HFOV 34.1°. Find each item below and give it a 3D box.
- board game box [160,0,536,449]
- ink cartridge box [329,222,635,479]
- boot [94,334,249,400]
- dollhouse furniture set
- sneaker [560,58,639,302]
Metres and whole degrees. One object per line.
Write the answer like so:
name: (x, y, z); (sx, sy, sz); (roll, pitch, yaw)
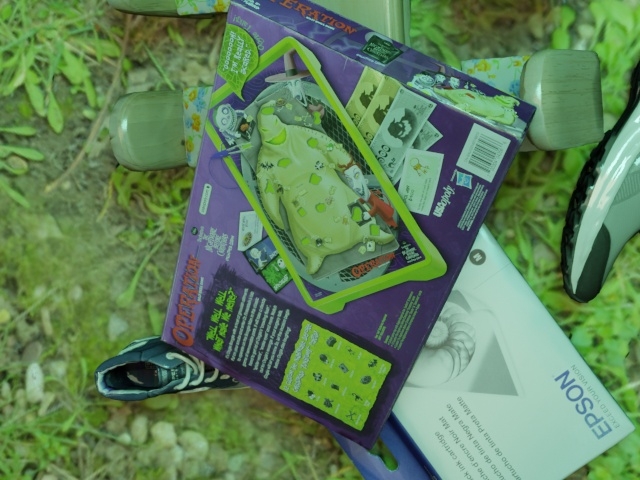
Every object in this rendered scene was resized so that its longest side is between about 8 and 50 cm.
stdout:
board game box: (0.000, 0.000, 0.774); (0.208, 0.056, 0.346); (24, 134, 5)
ink cartridge box: (0.114, 0.134, 0.902); (0.224, 0.045, 0.223); (-37, 88, 8)
boot: (-0.107, 0.114, 0.951); (0.190, 0.086, 0.069); (-12, 95, 16)
dollhouse furniture set: (-0.017, -0.237, 0.746); (0.362, 0.256, 0.394); (0, 98, 31)
sneaker: (0.273, -0.065, 0.824); (0.108, 0.100, 0.271); (27, 104, 4)
